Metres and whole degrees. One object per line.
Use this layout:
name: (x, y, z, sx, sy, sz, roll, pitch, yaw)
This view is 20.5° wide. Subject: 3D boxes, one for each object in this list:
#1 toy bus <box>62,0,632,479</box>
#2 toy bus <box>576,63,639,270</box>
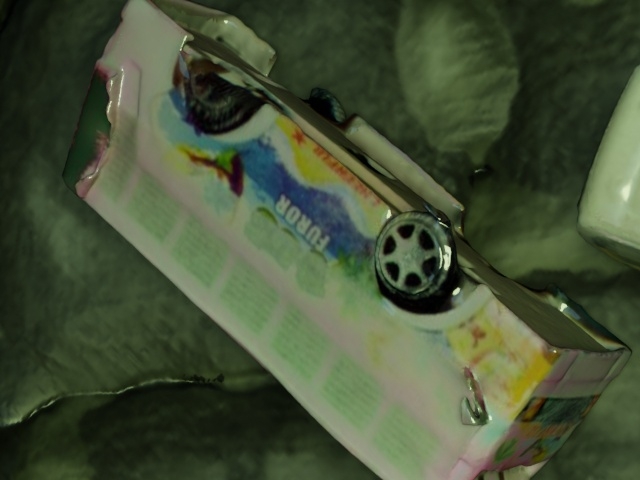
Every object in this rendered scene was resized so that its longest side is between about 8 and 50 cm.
toy bus: (0.000, 0.000, 0.789, 0.274, 0.090, 0.112, 41, 109, 28)
toy bus: (0.225, 0.007, 0.666, 0.268, 0.106, 0.092, 21, 89, 28)
